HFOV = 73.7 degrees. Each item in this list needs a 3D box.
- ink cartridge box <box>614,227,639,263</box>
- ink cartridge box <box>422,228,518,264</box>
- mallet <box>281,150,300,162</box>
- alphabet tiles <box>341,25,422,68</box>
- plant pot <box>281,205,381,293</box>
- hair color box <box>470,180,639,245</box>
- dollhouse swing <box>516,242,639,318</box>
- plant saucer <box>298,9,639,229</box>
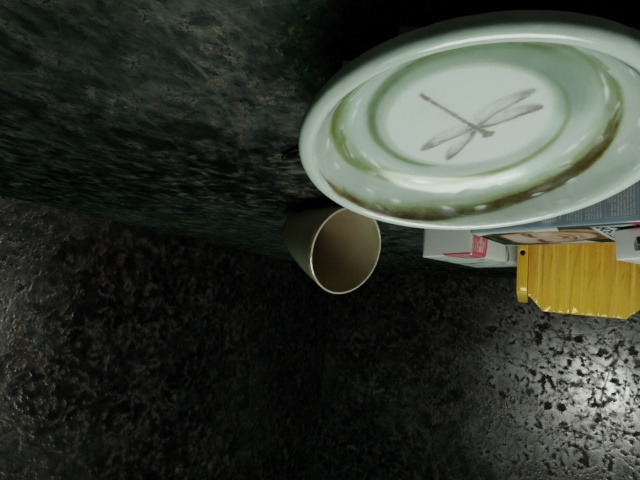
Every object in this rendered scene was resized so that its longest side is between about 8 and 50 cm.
[{"bbox_3d":[0.598,0.007,0.725,0.099,0.056,0.135,8,170,-24],"label":"ink cartridge box"},{"bbox_3d":[0.508,0.014,1.392,0.282,0.117,0.207,11,170,-30],"label":"ink cartridge box"},{"bbox_3d":[-0.022,-0.153,0.797,0.039,0.063,0.189,12,170,-34],"label":"mallet"},{"bbox_3d":[0.162,-0.156,0.604,0.284,0.011,0.343,5,160,0],"label":"alphabet tiles"},{"bbox_3d":[0.000,0.000,1.321,0.256,0.257,0.274,12,-174,-38],"label":"plant pot"},{"bbox_3d":[0.527,-0.062,0.880,0.185,0.114,0.374,13,169,-39],"label":"hair color box"},{"bbox_3d":[0.700,0.062,1.110,0.346,0.316,0.304,2,-177,27],"label":"dollhouse swing"},{"bbox_3d":[0.175,-0.129,0.511,0.399,0.101,0.400,4,160,2],"label":"plant saucer"}]
